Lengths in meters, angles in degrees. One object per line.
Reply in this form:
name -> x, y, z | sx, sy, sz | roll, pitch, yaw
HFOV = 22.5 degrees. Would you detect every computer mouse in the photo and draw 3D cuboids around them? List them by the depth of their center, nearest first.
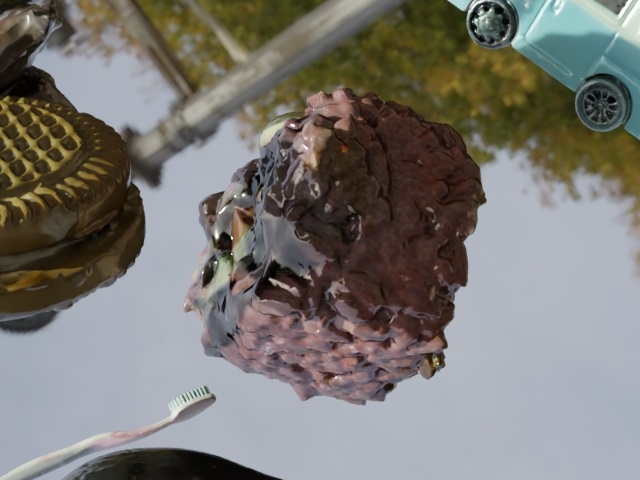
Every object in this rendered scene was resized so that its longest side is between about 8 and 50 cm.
computer mouse -> -0.091, 0.166, 0.952 | 0.264, 0.147, 0.088 | 30, -140, -60

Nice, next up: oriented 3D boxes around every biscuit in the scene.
biscuit -> -0.244, -0.028, 1.096 | 0.259, 0.259, 0.079 | -42, -39, -55

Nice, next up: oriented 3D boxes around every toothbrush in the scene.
toothbrush -> -0.226, 0.203, 1.546 | 0.027, 0.269, 0.021 | -122, 11, -50

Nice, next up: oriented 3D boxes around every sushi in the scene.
sushi -> 0.000, 0.000, 1.290 | 0.171, 0.270, 0.236 | 12, -113, -22

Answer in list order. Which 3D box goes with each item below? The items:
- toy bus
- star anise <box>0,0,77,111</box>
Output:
toy bus -> 0.242, -0.225, 1.444 | 0.271, 0.165, 0.133 | 38, -148, 14
star anise -> -0.307, -0.152, 1.266 | 0.316, 0.359, 0.139 | 19, -141, 0
